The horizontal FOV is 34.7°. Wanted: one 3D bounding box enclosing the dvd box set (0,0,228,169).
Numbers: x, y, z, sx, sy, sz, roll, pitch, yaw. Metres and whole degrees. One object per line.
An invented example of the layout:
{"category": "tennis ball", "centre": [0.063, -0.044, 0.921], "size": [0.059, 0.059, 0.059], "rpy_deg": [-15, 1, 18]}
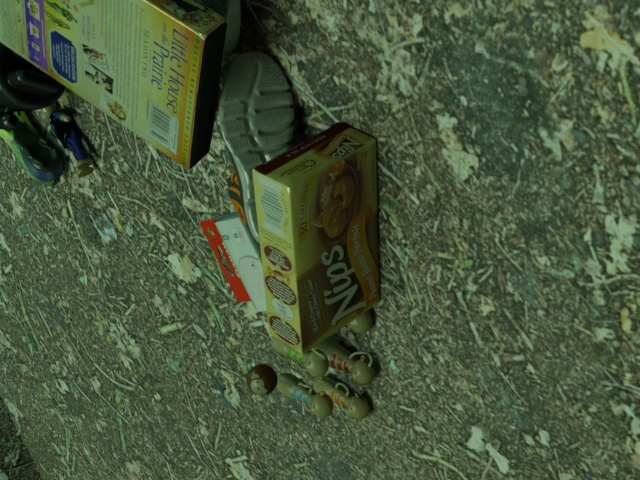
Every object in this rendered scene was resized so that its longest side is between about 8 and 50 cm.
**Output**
{"category": "dvd box set", "centre": [-0.340, -0.327, 1.602], "size": [0.420, 0.062, 0.307], "rpy_deg": [33, 146, 12]}

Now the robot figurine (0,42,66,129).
{"category": "robot figurine", "centre": [-0.641, -0.356, 2.155], "size": [0.278, 0.209, 0.173], "rpy_deg": [7, 136, 51]}

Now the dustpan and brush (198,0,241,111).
{"category": "dustpan and brush", "centre": [-0.171, -0.313, 1.636], "size": [0.147, 0.060, 0.211], "rpy_deg": [-6, 99, 55]}

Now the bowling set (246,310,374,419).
{"category": "bowling set", "centre": [-0.011, 0.240, 1.787], "size": [0.154, 0.200, 0.287], "rpy_deg": [25, 138, 39]}

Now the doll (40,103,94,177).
{"category": "doll", "centre": [-0.561, -0.235, 2.263], "size": [0.189, 0.046, 0.129], "rpy_deg": [56, 157, 16]}

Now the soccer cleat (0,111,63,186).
{"category": "soccer cleat", "centre": [-0.708, -0.240, 2.416], "size": [0.289, 0.093, 0.121], "rpy_deg": [47, 152, 18]}

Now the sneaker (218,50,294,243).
{"category": "sneaker", "centre": [-0.113, -0.141, 1.677], "size": [0.180, 0.124, 0.321], "rpy_deg": [-170, 73, -74]}

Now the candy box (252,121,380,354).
{"category": "candy box", "centre": [0.000, 0.000, 1.582], "size": [0.087, 0.183, 0.316], "rpy_deg": [30, 137, 37]}

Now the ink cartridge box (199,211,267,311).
{"category": "ink cartridge box", "centre": [-0.154, 0.043, 1.942], "size": [0.232, 0.066, 0.189], "rpy_deg": [-12, 106, 51]}
